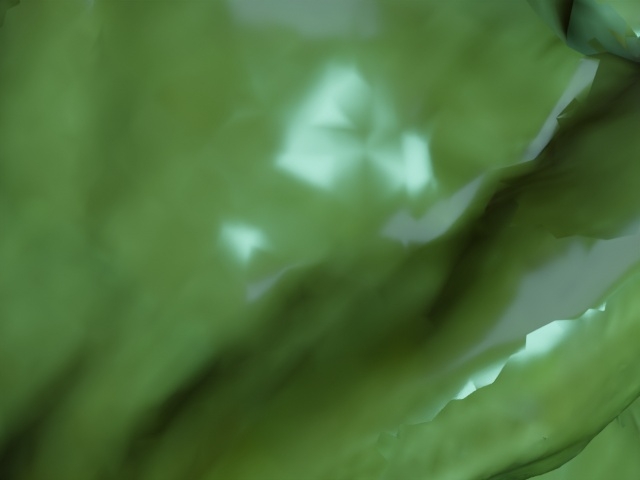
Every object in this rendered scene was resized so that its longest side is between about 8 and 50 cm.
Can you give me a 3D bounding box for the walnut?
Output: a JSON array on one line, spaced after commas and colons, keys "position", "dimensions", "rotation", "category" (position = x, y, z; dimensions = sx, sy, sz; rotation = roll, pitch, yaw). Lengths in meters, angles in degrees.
[{"position": [0.009, 0.000, 0.606], "dimensions": [0.383, 0.384, 0.384], "rotation": [14, 34, -10], "category": "walnut"}]
